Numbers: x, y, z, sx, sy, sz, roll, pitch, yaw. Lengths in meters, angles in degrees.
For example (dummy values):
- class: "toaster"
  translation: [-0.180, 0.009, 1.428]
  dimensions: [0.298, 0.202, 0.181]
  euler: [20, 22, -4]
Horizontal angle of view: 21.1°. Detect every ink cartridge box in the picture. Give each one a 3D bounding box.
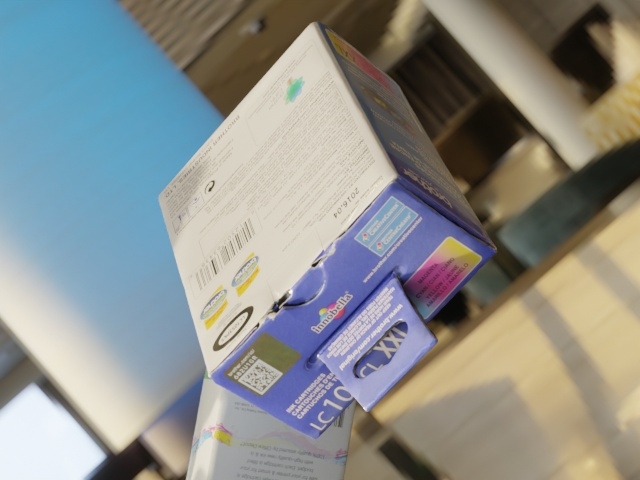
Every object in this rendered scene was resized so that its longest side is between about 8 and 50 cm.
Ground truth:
- class: "ink cartridge box"
  translation: [-0.054, 0.219, 1.843]
  dimensions: [0.093, 0.154, 0.212]
  euler: [169, 111, -70]
- class: "ink cartridge box"
  translation: [0.000, 0.000, 1.683]
  dimensions: [0.270, 0.151, 0.395]
  euler: [-47, 30, 16]
